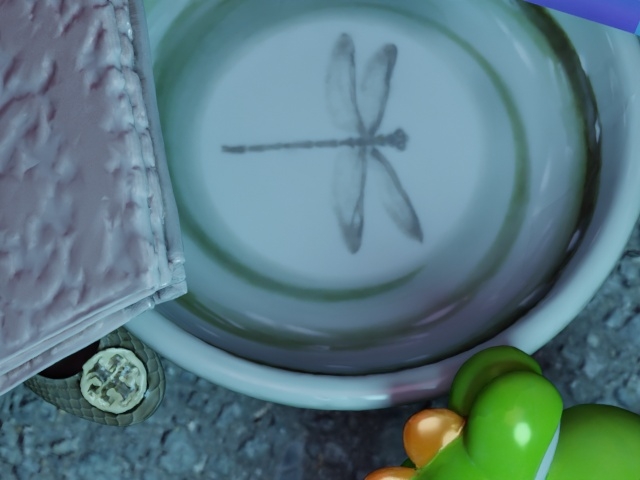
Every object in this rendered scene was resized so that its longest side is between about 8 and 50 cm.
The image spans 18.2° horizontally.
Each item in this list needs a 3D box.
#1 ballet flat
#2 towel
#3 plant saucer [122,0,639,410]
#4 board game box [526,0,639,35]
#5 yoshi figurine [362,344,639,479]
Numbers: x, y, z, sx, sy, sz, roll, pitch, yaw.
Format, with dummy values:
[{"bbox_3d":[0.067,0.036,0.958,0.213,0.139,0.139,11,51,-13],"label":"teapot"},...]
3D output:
[{"bbox_3d":[-0.211,0.039,1.370,0.250,0.058,0.084,42,90,4],"label":"ballet flat"},{"bbox_3d":[-0.224,-0.058,1.265,0.317,0.053,0.331,-26,63,33],"label":"towel"},{"bbox_3d":[0.013,-0.070,1.318,0.401,0.100,0.400,0,68,-1],"label":"plant saucer"},{"bbox_3d":[0.100,-0.282,1.311,0.347,0.078,0.233,17,55,3],"label":"board game box"},{"bbox_3d":[0.124,0.240,1.233,0.204,0.203,0.362,28,117,33],"label":"yoshi figurine"}]
